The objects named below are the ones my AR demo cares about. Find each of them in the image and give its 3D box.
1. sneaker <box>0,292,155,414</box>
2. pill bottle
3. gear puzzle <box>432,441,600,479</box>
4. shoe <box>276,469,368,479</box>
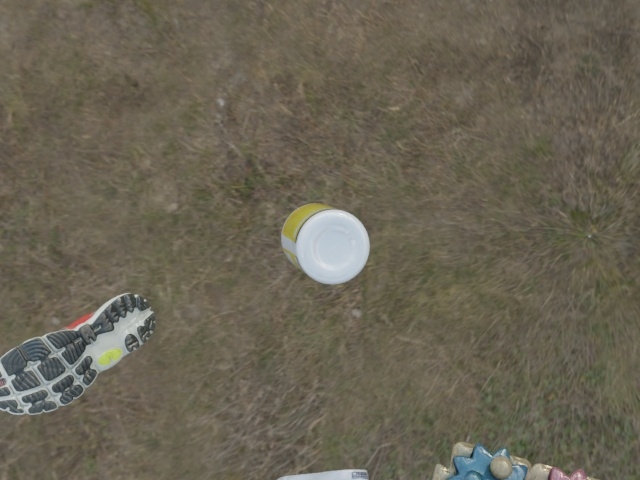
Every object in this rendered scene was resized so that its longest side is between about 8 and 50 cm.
[{"bbox_3d":[-0.372,0.176,1.347,0.118,0.279,0.107,-23,94,52],"label":"sneaker"},{"bbox_3d":[0.000,0.000,1.298,0.103,0.184,0.103,-2,97,-12],"label":"pill bottle"},{"bbox_3d":[0.161,0.353,0.800,0.175,0.044,0.339,16,66,1],"label":"gear puzzle"},{"bbox_3d":[-0.001,0.349,1.187,0.178,0.063,0.081,-25,60,49],"label":"shoe"}]
